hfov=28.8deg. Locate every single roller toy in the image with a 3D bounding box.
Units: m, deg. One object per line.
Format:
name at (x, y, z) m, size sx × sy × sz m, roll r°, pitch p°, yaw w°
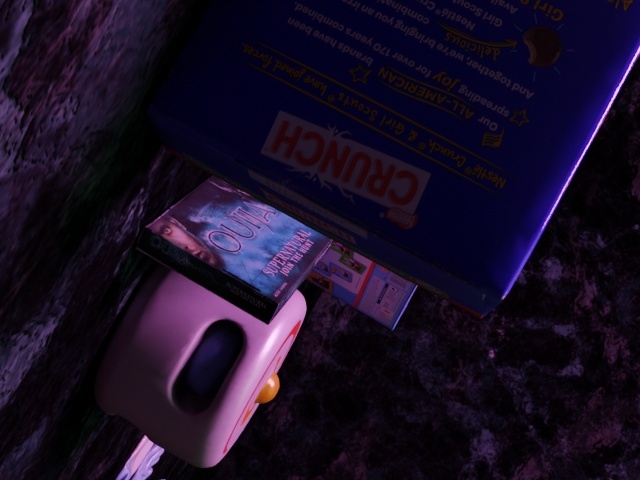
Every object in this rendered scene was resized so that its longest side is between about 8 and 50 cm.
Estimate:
roller toy at (-0.105, 0.107, 1.160) m, size 0.191 × 0.146 × 0.209 m, roll -55°, pitch 173°, yaw -45°

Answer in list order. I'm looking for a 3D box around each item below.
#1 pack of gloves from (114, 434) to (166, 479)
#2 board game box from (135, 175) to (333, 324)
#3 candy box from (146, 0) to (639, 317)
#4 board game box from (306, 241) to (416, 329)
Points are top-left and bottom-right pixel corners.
pack of gloves at (-0.248, 0.341, 1.617) m, size 0.232 × 0.046 × 0.195 m, roll -58°, pitch 175°, yaw -34°
board game box at (-0.066, -0.001, 1.068) m, size 0.026 × 0.126 × 0.186 m, roll -63°, pitch 175°, yaw 23°
candy box at (0.076, -0.146, 0.864) m, size 0.317 × 0.268 × 0.122 m, roll -60°, pitch 172°, yaw -10°
board game box at (0.000, 0.000, 1.232) m, size 0.039 × 0.211 × 0.160 m, roll -59°, pitch 175°, yaw -21°
